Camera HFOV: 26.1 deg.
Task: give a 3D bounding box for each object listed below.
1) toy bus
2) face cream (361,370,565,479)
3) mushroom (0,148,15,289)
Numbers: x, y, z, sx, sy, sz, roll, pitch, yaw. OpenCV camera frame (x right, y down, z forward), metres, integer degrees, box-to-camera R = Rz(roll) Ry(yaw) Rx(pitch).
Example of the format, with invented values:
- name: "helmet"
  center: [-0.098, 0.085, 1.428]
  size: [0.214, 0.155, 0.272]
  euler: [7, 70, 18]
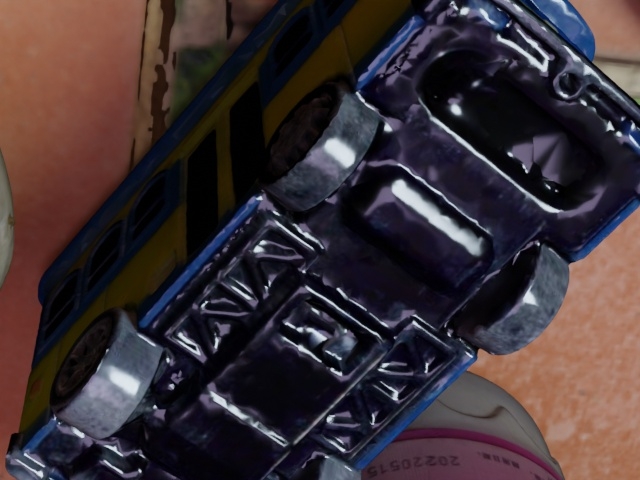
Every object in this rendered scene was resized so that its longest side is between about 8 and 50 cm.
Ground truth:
- name: "toy bus"
  center: [0.000, 0.000, 0.614]
  size: [0.138, 0.175, 0.288]
  euler: [36, 109, -21]
- name: "face cream"
  center: [0.056, 0.181, 0.707]
  size: [0.175, 0.195, 0.175]
  euler: [-2, 120, -4]
- name: "mushroom"
  center: [-0.239, -0.001, 0.572]
  size: [0.207, 0.215, 0.207]
  euler: [1, 113, 2]
